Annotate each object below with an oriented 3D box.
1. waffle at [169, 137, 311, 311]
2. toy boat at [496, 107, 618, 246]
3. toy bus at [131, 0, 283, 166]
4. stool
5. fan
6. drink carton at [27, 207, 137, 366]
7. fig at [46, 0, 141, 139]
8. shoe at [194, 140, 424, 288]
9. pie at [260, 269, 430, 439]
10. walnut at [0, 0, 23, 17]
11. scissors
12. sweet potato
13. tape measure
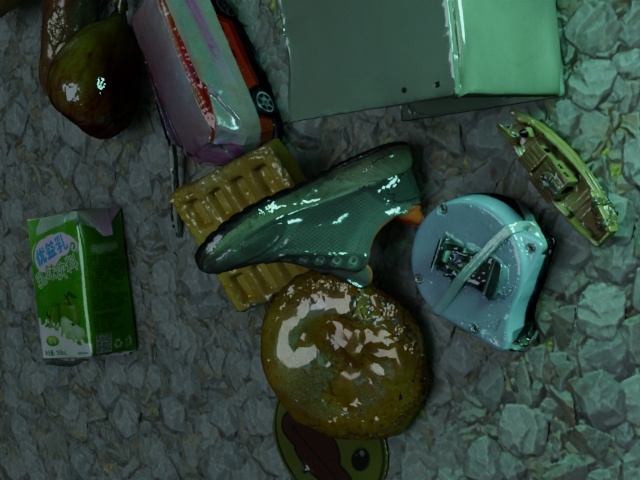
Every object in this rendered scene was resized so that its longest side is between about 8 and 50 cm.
[{"bbox_3d":[-0.092,-0.019,1.772,0.247,0.055,0.221,-22,102,42],"label":"waffle"},{"bbox_3d":[0.293,-0.079,1.463,0.206,0.072,0.064,54,124,22],"label":"toy boat"},{"bbox_3d":[-0.178,-0.255,1.814,0.127,0.147,0.303,-36,71,44],"label":"toy bus"},{"bbox_3d":[0.130,-0.245,1.474,0.269,0.243,0.170,-4,91,41],"label":"stool"},{"bbox_3d":[-0.008,0.332,1.816,0.229,0.011,0.335,48,121,26],"label":"fan"},{"bbox_3d":[-0.423,0.081,2.086,0.161,0.108,0.271,-7,91,42],"label":"drink carton"},{"bbox_3d":[-0.365,-0.312,1.971,0.145,0.170,0.274,14,88,23],"label":"fig"},{"bbox_3d":[0.000,0.000,1.613,0.171,0.336,0.132,65,168,-6],"label":"shoe"},{"bbox_3d":[0.035,0.166,1.686,0.273,0.069,0.274,4,104,16],"label":"pie"},{"bbox_3d":[-0.628,-0.529,2.125,0.257,0.224,0.257,-5,65,11],"label":"walnut"},{"bbox_3d":[-0.244,-0.147,1.933,0.022,0.109,0.300,2,109,8],"label":"scissors"},{"bbox_3d":[-0.418,-0.431,2.034,0.109,0.109,0.385,28,106,36],"label":"sweet potato"},{"bbox_3d":[0.207,0.030,1.531,0.181,0.107,0.182,21,111,31],"label":"tape measure"}]
